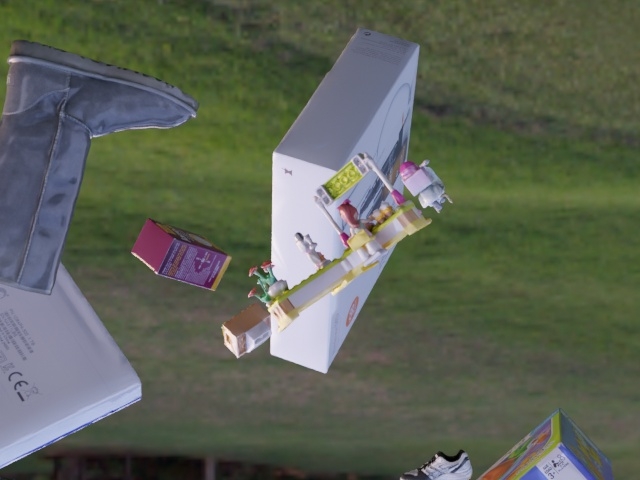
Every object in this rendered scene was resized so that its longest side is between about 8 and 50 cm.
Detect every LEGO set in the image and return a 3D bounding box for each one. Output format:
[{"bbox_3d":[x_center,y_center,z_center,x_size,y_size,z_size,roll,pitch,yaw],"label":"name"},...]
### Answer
[{"bbox_3d":[0.000,0.000,1.341,0.287,0.107,0.132,-37,174,6],"label":"LEGO set"}]

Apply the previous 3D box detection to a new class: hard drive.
[{"bbox_3d":[-0.350,0.126,1.113,0.319,0.210,0.040,-25,149,-26],"label":"hard drive"}]

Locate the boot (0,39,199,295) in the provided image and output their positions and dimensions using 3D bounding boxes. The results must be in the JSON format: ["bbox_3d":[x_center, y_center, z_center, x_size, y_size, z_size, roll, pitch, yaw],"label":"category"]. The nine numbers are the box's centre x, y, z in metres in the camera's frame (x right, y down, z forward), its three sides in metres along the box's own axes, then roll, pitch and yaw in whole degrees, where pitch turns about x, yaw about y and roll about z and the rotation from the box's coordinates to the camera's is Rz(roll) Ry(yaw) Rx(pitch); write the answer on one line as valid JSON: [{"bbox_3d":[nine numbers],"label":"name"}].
[{"bbox_3d":[-0.218,-0.054,1.105,0.190,0.208,0.076,13,173,-17],"label":"boot"}]

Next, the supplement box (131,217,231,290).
[{"bbox_3d":[-0.143,0.015,1.298,0.083,0.043,0.055,19,-169,-46],"label":"supplement box"}]

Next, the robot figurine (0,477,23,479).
[{"bbox_3d":[-0.133,0.186,0.454,0.354,0.199,0.300,1,170,24],"label":"robot figurine"}]

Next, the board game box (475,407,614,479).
[{"bbox_3d":[0.122,0.311,1.177,0.347,0.078,0.233,-43,173,7],"label":"board game box"}]

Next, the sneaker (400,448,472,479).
[{"bbox_3d":[0.131,0.260,1.444,0.083,0.036,0.032,-10,-169,-3],"label":"sneaker"}]

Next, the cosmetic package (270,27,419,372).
[{"bbox_3d":[0.030,-0.050,1.692,0.098,0.284,0.377,20,138,16],"label":"cosmetic package"}]
